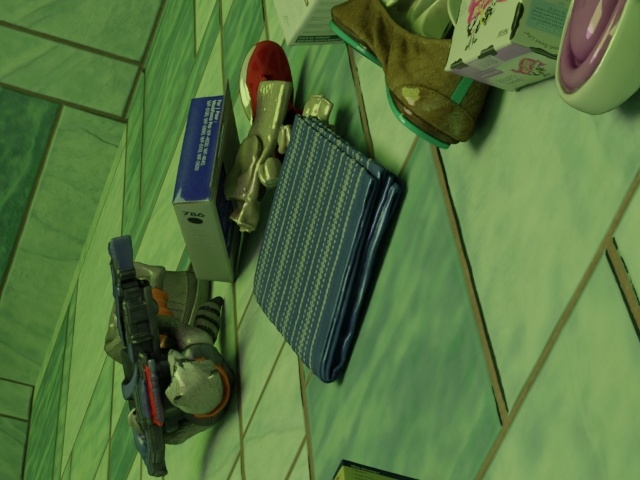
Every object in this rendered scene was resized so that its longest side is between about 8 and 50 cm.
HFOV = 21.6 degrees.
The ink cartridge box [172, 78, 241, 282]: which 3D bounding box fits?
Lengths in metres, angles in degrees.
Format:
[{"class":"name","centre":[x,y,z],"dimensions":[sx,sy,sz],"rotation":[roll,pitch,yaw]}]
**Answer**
[{"class":"ink cartridge box","centre":[-0.151,-0.079,2.319],"dimensions":[0.332,0.065,0.165],"rotation":[87,-169,-65]}]

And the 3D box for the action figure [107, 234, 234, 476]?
[{"class":"action figure","centre":[-0.196,0.127,2.303],"dimensions":[0.330,0.179,0.341],"rotation":[-124,26,-66]}]

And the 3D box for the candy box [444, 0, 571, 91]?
[{"class":"candy box","centre":[0.183,-0.236,1.418],"dimensions":[0.165,0.070,0.196],"rotation":[170,115,-74]}]

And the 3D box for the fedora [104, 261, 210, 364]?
[{"class":"fedora","centre":[-0.270,0.133,2.661],"dimensions":[0.275,0.124,0.243],"rotation":[145,139,-68]}]

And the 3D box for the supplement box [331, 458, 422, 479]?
[{"class":"supplement box","centre":[0.048,0.238,1.404],"dimensions":[0.083,0.083,0.056],"rotation":[-96,27,-58]}]

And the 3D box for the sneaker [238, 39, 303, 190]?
[{"class":"sneaker","centre":[-0.050,-0.187,2.290],"dimensions":[0.128,0.087,0.221],"rotation":[-33,55,57]}]

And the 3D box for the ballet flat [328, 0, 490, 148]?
[{"class":"ballet flat","centre":[0.099,-0.201,1.657],"dimensions":[0.124,0.116,0.342],"rotation":[-55,20,13]}]

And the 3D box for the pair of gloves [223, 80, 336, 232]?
[{"class":"pair of gloves","centre":[-0.055,-0.099,2.130],"dimensions":[0.240,0.042,0.204],"rotation":[26,101,60]}]

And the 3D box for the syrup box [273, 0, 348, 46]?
[{"class":"syrup box","centre":[0.027,-0.336,2.025],"dimensions":[0.237,0.093,0.096],"rotation":[-51,51,56]}]

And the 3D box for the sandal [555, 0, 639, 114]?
[{"class":"sandal","centre":[0.228,-0.301,1.249],"dimensions":[0.169,0.102,0.416],"rotation":[147,137,-68]}]

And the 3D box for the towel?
[{"class":"towel","centre":[0.000,0.000,1.898],"dimensions":[0.336,0.040,0.243],"rotation":[-135,59,-68]}]
